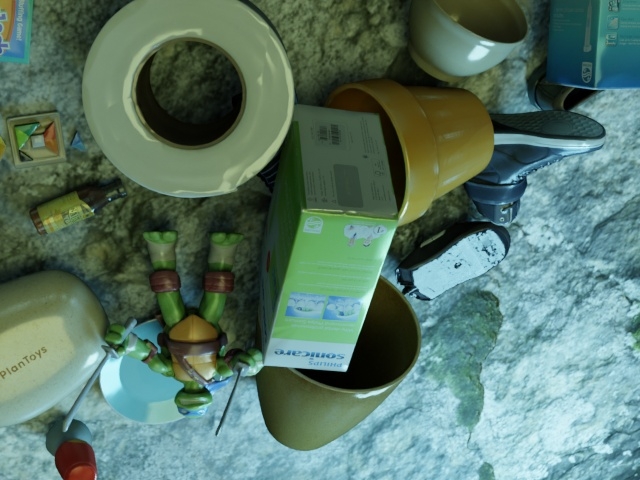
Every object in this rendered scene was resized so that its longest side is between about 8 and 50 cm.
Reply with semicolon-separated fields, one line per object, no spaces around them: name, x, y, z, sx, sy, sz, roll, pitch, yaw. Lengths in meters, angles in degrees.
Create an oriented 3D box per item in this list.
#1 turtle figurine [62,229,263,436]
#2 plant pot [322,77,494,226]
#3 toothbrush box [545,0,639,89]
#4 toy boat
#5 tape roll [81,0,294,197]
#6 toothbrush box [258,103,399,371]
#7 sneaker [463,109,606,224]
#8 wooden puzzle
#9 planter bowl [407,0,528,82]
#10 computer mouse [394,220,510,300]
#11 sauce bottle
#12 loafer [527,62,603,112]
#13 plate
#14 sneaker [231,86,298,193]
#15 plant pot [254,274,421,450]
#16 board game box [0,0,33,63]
turtle figurine;-0.180;0.120;1.376;0.275;0.198;0.266;-1;93;-60
plant pot;0.130;-0.134;1.421;0.188;0.205;0.205;-18;122;-30
toothbrush box;0.436;-0.357;1.387;0.216;0.126;0.295;-5;105;-20
toy boat;-0.400;0.202;1.422;0.268;0.148;0.318;-27;115;-12
tape roll;-0.155;-0.188;1.248;0.246;0.169;0.246;-1;106;-4
toothbrush box;0.000;0.000;1.318;0.122;0.206;0.283;4;134;-10
sneaker;0.311;-0.103;1.502;0.086;0.226;0.163;-48;133;-46
wooden puzzle;-0.368;-0.128;1.326;0.116;0.014;0.078;-17;120;-13
planter bowl;0.185;-0.284;1.388;0.162;0.162;0.109;9;138;-25
computer mouse;0.150;0.020;1.577;0.262;0.060;0.184;-35;127;12
sauce bottle;-0.322;-0.048;1.368;0.128;0.042;0.042;-24;122;-6
loafer;0.439;-0.267;1.521;0.268;0.084;0.096;-34;122;-2
plate;-0.238;0.192;1.534;0.188;0.024;0.188;-8;117;-17
sneaker;-0.062;-0.111;1.422;0.091;0.081;0.232;-10;120;0
plant pot;-0.002;0.198;1.517;0.237;0.237;0.254;-1;138;-21
board game box;-0.443;-0.296;1.192;0.210;0.047;0.160;1;115;-22
